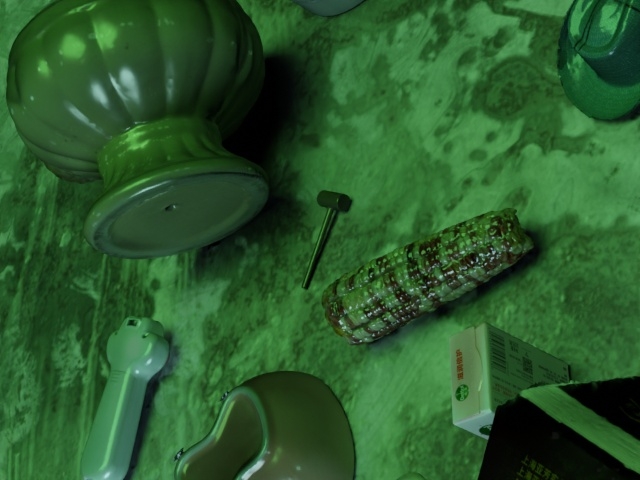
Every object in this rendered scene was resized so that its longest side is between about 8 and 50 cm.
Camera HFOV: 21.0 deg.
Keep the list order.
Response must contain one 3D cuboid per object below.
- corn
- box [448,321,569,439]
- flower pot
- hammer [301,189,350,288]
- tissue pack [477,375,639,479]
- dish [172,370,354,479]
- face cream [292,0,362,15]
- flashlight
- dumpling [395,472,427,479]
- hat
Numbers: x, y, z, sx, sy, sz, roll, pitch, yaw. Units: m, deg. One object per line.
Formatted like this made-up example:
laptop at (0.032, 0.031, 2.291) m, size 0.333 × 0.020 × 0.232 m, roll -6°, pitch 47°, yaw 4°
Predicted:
corn at (0.104, 0.035, 1.698) m, size 0.237 × 0.079 × 0.079 m, roll -26°, pitch 52°, yaw 29°
box at (0.170, 0.135, 1.530) m, size 0.043 × 0.125 × 0.089 m, roll -25°, pitch 52°, yaw 37°
flower pot at (-0.192, -0.126, 1.940) m, size 0.307 × 0.307 × 0.244 m, roll -32°, pitch 64°, yaw 30°
hammer at (0.000, 0.000, 1.867) m, size 0.035 × 0.019 × 0.110 m, roll 14°, pitch 85°, yaw 49°
tissue pack at (0.288, 0.261, 1.254) m, size 0.370 × 0.198 × 0.210 m, roll 34°, pitch 114°, yaw 49°
dish at (-0.073, 0.226, 1.759) m, size 0.213 × 0.090 × 0.213 m, roll -23°, pitch 55°, yaw 37°
face cream at (-0.015, -0.366, 1.975) m, size 0.177 × 0.153 × 0.177 m, roll -23°, pitch 54°, yaw 35°
flashlight at (-0.223, 0.186, 1.973) m, size 0.093 × 0.047 × 0.200 m, roll 2°, pitch 73°, yaw 47°
dumpling at (0.072, 0.299, 1.566) m, size 0.169 × 0.100 × 0.134 m, roll -43°, pitch 57°, yaw 24°
hat at (0.284, -0.211, 1.636) m, size 0.138 × 0.078 × 0.191 m, roll 35°, pitch 96°, yaw 51°
